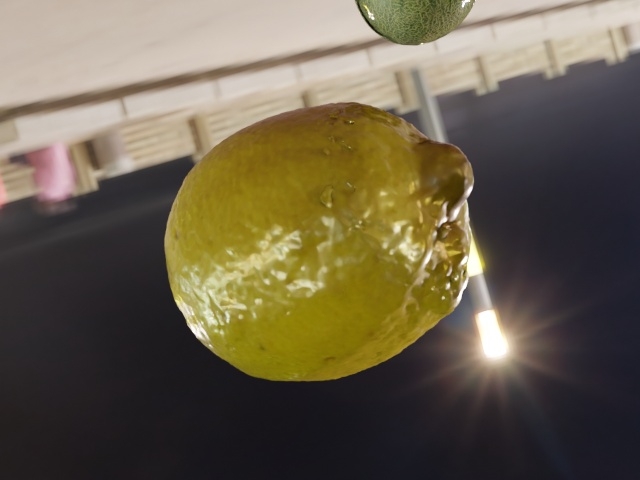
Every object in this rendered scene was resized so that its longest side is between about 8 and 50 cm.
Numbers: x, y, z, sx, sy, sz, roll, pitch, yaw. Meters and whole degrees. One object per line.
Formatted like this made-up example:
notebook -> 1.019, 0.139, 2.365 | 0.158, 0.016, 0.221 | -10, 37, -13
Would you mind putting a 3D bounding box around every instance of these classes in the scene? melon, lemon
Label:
melon -> 0.099, -0.280, 1.397 | 0.139, 0.139, 0.192 | -17, 143, -12
lemon -> 0.000, 0.000, 1.204 | 0.320, 0.245, 0.245 | -25, 178, 31
